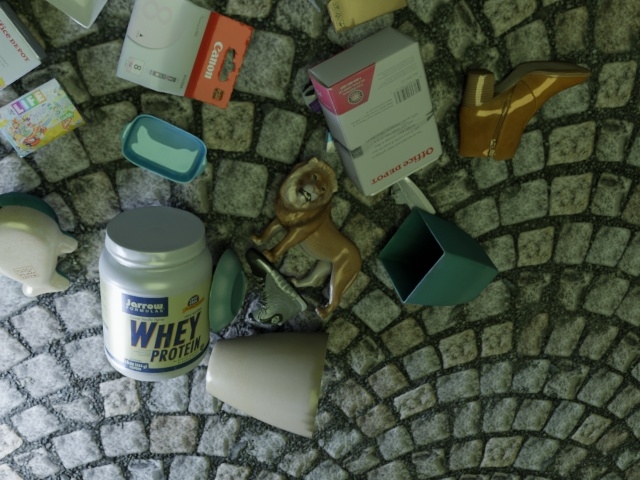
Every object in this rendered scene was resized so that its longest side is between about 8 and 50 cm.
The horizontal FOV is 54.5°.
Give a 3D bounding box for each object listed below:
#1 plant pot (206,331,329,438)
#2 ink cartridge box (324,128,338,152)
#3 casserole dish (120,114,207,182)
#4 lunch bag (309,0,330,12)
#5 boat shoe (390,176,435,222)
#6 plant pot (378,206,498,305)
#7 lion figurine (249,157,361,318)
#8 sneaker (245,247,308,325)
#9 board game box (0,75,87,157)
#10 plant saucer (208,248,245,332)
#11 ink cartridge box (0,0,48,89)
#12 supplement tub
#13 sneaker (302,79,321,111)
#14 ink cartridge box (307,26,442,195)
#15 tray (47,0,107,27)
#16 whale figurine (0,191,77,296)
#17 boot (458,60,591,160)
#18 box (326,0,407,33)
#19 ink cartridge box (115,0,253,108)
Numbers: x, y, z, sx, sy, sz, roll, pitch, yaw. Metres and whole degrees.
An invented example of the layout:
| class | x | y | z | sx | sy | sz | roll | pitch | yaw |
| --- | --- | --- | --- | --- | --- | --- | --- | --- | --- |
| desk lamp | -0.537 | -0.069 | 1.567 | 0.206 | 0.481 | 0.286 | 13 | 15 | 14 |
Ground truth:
| class | x | y | z | sx | sy | sz | roll | pitch | yaw |
| --- | --- | --- | --- | --- | --- | --- | --- | --- | --- |
| plant pot | -0.132 | 0.333 | 1.529 | 0.273 | 0.256 | 0.257 | 9 | 113 | 3 |
| ink cartridge box | 0.053 | -0.225 | 1.410 | 0.083 | 0.028 | 0.048 | 1 | 115 | -12 |
| casserole dish | -0.335 | -0.200 | 1.339 | 0.188 | 0.037 | 0.114 | 23 | 107 | -21 |
| lunch bag | -0.029 | -0.612 | 1.132 | 0.235 | 0.169 | 0.287 | -45 | 81 | 6 |
| boat shoe | 0.202 | -0.111 | 1.478 | 0.063 | 0.066 | 0.184 | -40 | 125 | 7 |
| plant pot | 0.301 | 0.057 | 1.501 | 0.234 | 0.166 | 0.166 | 15 | 124 | -32 |
| lion figurine | 0.000 | 0.000 | 1.460 | 0.240 | 0.142 | 0.392 | -40 | 130 | -3 |
| sneaker | -0.136 | 0.130 | 1.482 | 0.132 | 0.086 | 0.229 | -41 | 123 | -2 |
| board game box | -0.576 | -0.252 | 1.271 | 0.154 | 0.026 | 0.104 | -28 | 116 | 2 |
| plant saucer | -0.205 | 0.117 | 1.421 | 0.037 | 0.195 | 0.195 | 9 | 114 | 9 |
| ink cartridge box | -0.637 | -0.354 | 1.187 | 0.175 | 0.072 | 0.128 | -31 | 116 | 3 |
| supplement tub | -0.355 | 0.113 | 1.351 | 0.235 | 0.235 | 0.325 | 1 | 120 | -12 |
| sneaker | 0.040 | -0.342 | 1.346 | 0.169 | 0.068 | 0.071 | -32 | 137 | 7 |
| ink cartridge box | 0.121 | -0.265 | 1.308 | 0.207 | 0.117 | 0.283 | -29 | 132 | -7 |
| tray | -0.428 | -0.554 | 1.163 | 0.145 | 0.030 | 0.270 | 33 | 104 | -23 |
| whale figurine | -0.633 | 0.008 | 1.340 | 0.216 | 0.141 | 0.272 | -12 | 140 | -5 |
| boot | 0.461 | -0.294 | 1.431 | 0.294 | 0.104 | 0.211 | -6 | 120 | -3 |
| box | 0.076 | -0.551 | 1.270 | 0.164 | 0.021 | 0.201 | -22 | 116 | -1 |
| ink cartridge box | -0.274 | -0.385 | 1.258 | 0.232 | 0.066 | 0.189 | 18 | 109 | -14 |
